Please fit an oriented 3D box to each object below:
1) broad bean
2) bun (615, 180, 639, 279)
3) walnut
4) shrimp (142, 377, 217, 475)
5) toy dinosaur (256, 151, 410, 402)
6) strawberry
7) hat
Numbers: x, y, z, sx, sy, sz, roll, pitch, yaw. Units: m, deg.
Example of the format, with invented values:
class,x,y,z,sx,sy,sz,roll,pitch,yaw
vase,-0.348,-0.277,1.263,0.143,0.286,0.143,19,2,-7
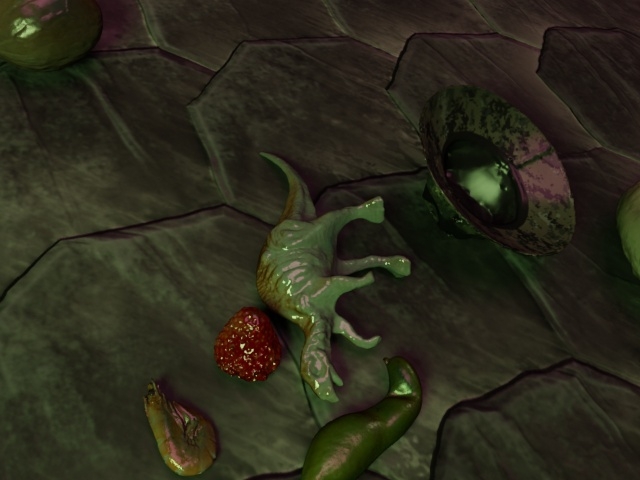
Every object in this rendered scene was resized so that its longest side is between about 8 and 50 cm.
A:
class,x,y,z,sx,sy,sz,roll,pitch,yaw
broad bean,0.042,0.198,0.658,0.070,0.048,0.214,37,49,14
bun,0.538,0.015,0.895,0.273,0.168,0.272,6,37,-5
walnut,-0.389,-0.307,0.903,0.162,0.140,0.140,-22,59,-42
shrimp,-0.138,0.182,0.636,0.059,0.023,0.108,-8,52,-34
toy dinosaur,0.000,0.000,0.796,0.206,0.092,0.392,-16,59,-22
strawberry,-0.077,0.108,0.679,0.074,0.083,0.073,3,47,-3
hat,0.218,-0.072,0.892,0.266,0.128,0.265,11,60,-20
